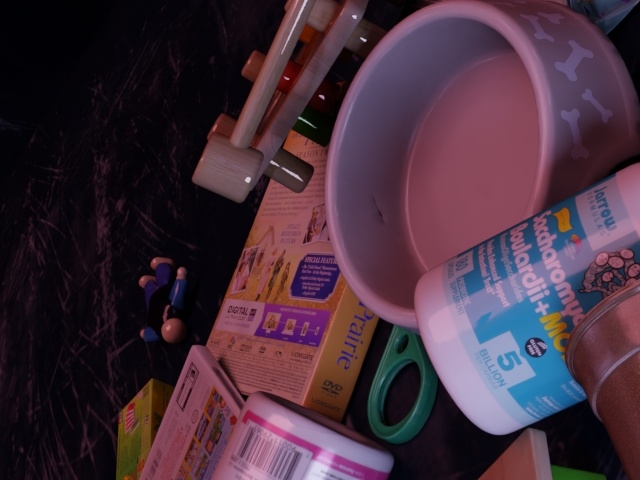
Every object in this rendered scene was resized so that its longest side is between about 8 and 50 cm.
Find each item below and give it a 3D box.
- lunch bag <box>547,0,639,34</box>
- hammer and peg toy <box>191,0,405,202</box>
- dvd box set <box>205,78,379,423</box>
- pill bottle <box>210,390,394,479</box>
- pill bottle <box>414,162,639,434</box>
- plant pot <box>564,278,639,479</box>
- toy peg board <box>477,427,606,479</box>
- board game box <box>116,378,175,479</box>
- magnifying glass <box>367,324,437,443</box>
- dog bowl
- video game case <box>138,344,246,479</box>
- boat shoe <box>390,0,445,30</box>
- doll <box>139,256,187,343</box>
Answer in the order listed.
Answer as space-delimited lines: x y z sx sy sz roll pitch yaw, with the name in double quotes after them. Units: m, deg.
0.263 -0.354 1.211 0.223 0.160 0.262 -119 41 -54 "lunch bag"
-0.011 -0.182 1.317 0.266 0.127 0.361 -55 10 31 "hammer and peg toy"
0.000 0.000 1.464 0.308 0.062 0.420 0 67 61 "dvd box set"
-0.054 0.306 1.181 0.160 0.160 0.283 19 83 63 "pill bottle"
0.215 0.035 0.921 0.264 0.146 0.146 -29 39 20 "pill bottle"
0.265 0.126 0.795 0.167 0.167 0.165 -43 42 34 "plant pot"
0.168 0.261 0.944 0.160 0.079 0.161 120 158 -44 "toy peg board"
-0.239 0.289 1.652 0.092 0.043 0.181 -47 31 30 "board game box"
0.091 0.102 1.259 0.092 0.026 0.231 -32 42 46 "magnifying glass"
0.133 -0.066 1.133 0.349 0.102 0.348 -14 72 50 "dog bowl"
-0.145 0.273 1.439 0.206 0.026 0.227 46 118 51 "video game case"
0.168 -0.251 1.337 0.301 0.108 0.102 -162 87 -70 "boat shoe"
-0.233 0.092 1.811 0.129 0.046 0.189 -56 28 17 "doll"
